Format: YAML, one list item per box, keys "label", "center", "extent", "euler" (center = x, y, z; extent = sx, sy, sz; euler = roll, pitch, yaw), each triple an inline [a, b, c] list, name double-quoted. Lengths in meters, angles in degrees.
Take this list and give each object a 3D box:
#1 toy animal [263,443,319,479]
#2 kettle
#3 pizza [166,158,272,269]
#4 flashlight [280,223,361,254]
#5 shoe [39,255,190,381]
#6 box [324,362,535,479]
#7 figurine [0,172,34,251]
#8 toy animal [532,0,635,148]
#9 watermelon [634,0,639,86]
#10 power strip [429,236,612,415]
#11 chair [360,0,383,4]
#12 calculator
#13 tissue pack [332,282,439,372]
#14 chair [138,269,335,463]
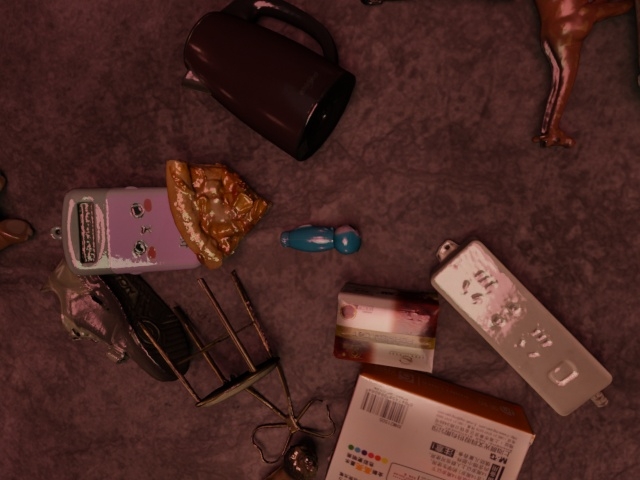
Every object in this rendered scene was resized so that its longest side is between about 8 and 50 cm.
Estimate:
- label: "toy animal"
  center: [-0.053, 0.422, 0.855]
  extent: [0.086, 0.069, 0.219]
  euler: [36, 115, 5]
- label: "kettle"
  center: [-0.072, -0.256, 0.731]
  extent: [0.232, 0.144, 0.202]
  euler: [35, 83, 7]
- label: "pizza"
  center: [-0.154, -0.047, 0.795]
  extent: [0.162, 0.062, 0.181]
  euler: [-9, 94, -18]
- label: "flashlight"
  center: [0.000, 0.000, 0.794]
  extent: [0.129, 0.051, 0.051]
  euler: [-2, 98, 14]
- label: "shoe"
  center: [-0.357, 0.143, 0.858]
  extent: [0.149, 0.109, 0.292]
  euler: [-39, 85, 16]
- label: "box"
  center: [0.161, 0.330, 0.787]
  extent: [0.274, 0.091, 0.220]
  euler: [19, 102, 8]
- label: "figurine"
  center: [-0.662, 0.008, 0.861]
  extent: [0.247, 0.173, 0.177]
  euler: [-27, 92, 14]
- label: "toy animal"
  center: [0.344, -0.266, 0.678]
  extent: [0.230, 0.066, 0.224]
  euler: [-37, 96, 3]
- label: "watermelon"
  center: [0.485, -0.239, 0.582]
  extent: [0.229, 0.258, 0.386]
  euler: [-9, 55, 8]
- label: "power strip"
  center: [0.300, 0.131, 0.748]
  extent: [0.338, 0.058, 0.098]
  euler: [45, 103, 2]
- label: "chair"
  center: [0.162, -0.397, 0.657]
  extent: [0.222, 0.145, 0.140]
  euler: [7, 100, 9]
- label: "calculator"
  center: [-0.296, -0.017, 0.804]
  extent: [0.246, 0.045, 0.141]
  euler: [-2, 94, -19]
- label: "tissue pack"
  center: [0.101, 0.130, 0.766]
  extent: [0.149, 0.099, 0.105]
  euler: [5, 99, 11]
- label: "chair"
  center: [-0.125, 0.219, 0.799]
  extent: [0.160, 0.170, 0.325]
  euler: [-31, 85, 10]
